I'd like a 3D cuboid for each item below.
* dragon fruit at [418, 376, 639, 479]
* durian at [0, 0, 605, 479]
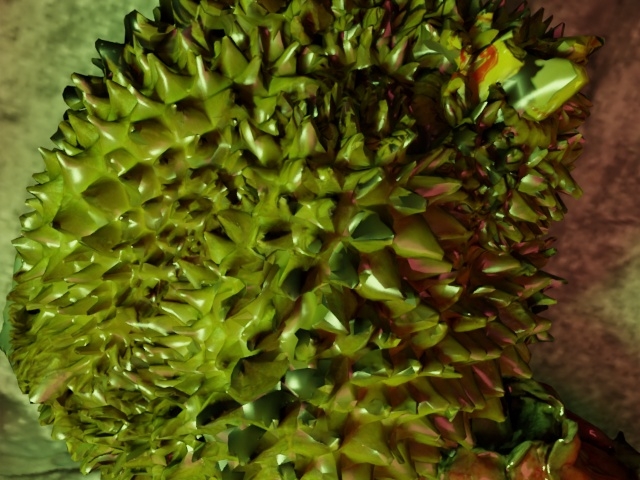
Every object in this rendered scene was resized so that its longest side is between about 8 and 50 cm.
[{"bbox_3d":[0.110,0.217,0.680,0.244,0.244,0.299,-16,98,5],"label":"dragon fruit"},{"bbox_3d":[-0.006,-0.002,0.568,0.258,0.258,0.293,26,94,-14],"label":"durian"}]
